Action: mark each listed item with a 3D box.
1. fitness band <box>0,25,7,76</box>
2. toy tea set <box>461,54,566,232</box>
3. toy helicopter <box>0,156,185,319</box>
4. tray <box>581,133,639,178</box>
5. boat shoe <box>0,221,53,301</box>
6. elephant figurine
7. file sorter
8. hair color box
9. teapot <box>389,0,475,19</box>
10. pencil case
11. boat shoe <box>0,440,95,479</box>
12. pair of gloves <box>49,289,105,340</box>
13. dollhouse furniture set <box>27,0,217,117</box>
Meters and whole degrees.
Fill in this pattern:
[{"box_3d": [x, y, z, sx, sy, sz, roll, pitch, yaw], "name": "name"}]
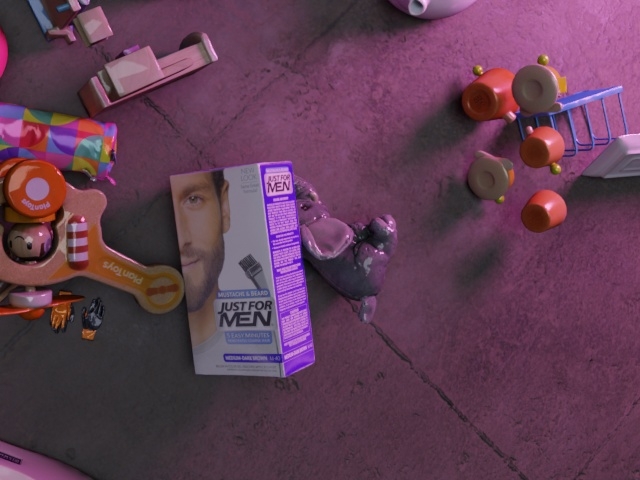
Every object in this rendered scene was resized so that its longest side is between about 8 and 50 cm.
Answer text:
[{"box_3d": [-0.614, -0.265, 1.157, 0.290, 0.054, 0.209, -33, 79, -13], "name": "fitness band"}, {"box_3d": [0.378, -0.179, 1.455, 0.124, 0.200, 0.336, -29, 118, -46], "name": "toy tea set"}, {"box_3d": [-0.371, 0.038, 1.189, 0.355, 0.140, 0.235, 29, 81, -32], "name": "toy helicopter"}, {"box_3d": [0.671, -0.166, 1.550, 0.270, 0.145, 0.030, -5, 67, -17], "name": "tray"}, {"box_3d": [-0.500, 0.045, 1.233, 0.207, 0.073, 0.073, -47, 109, -19], "name": "boat shoe"}, {"box_3d": [0.000, 0.000, 1.353, 0.239, 0.186, 0.169, 18, 113, -10], "name": "elephant figurine"}, {"box_3d": [0.486, -0.222, 1.503, 0.170, 0.118, 0.105, -19, 100, -16], "name": "file sorter"}, {"box_3d": [-0.128, 0.048, 1.280, 0.110, 0.185, 0.339, -11, 96, -59], "name": "hair color box"}, {"box_3d": [0.222, -0.526, 1.374, 0.252, 0.187, 0.256, -14, 95, -17], "name": "teapot"}, {"box_3d": [-0.436, -0.157, 1.232, 0.236, 0.104, 0.105, 10, 89, -16], "name": "pencil case"}, {"box_3d": [-0.500, 0.421, 1.230, 0.340, 0.127, 0.158, 27, 90, -8], "name": "boat shoe"}, {"box_3d": [-0.405, 0.125, 1.296, 0.083, 0.010, 0.074, 16, 87, -18], "name": "pair of gloves"}, {"box_3d": [-0.310, -0.373, 1.170, 0.198, 0.286, 0.303, -30, 104, -22], "name": "dollhouse furniture set"}]
